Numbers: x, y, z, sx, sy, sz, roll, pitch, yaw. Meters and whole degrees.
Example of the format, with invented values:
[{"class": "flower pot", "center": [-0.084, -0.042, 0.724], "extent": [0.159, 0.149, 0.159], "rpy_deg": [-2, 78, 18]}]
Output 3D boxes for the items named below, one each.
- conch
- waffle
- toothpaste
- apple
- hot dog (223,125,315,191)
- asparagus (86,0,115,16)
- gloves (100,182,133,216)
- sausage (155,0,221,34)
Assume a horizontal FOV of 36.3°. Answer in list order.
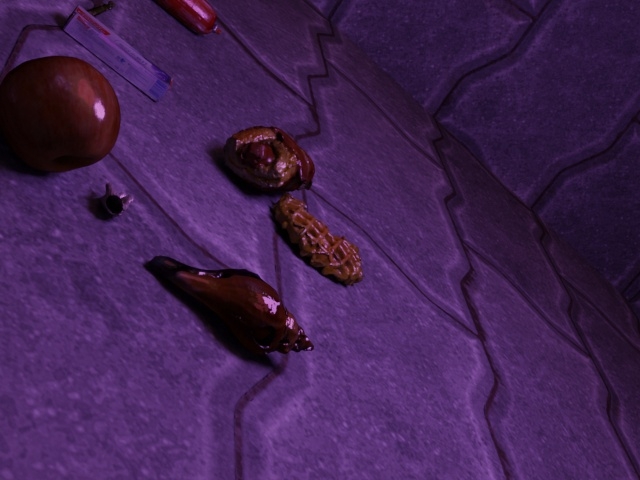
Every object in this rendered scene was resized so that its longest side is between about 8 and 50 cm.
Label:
[{"class": "conch", "center": [-0.104, 0.077, 1.259], "extent": [0.233, 0.080, 0.086], "rpy_deg": [44, 12, -3]}, {"class": "waffle", "center": [0.002, -0.003, 1.677], "extent": [0.194, 0.051, 0.149], "rpy_deg": [33, 25, -32]}, {"class": "toothpaste", "center": [-0.334, -0.307, 1.613], "extent": [0.196, 0.040, 0.047], "rpy_deg": [37, 19, -21]}, {"class": "apple", "center": [-0.315, -0.150, 1.188], "extent": [0.146, 0.146, 0.131], "rpy_deg": [18, 54, -53]}, {"class": "hot dog", "center": [-0.077, -0.143, 1.690], "extent": [0.146, 0.103, 0.213], "rpy_deg": [27, 13, 14]}, {"class": "asparagus", "center": [-0.391, -0.410, 1.734], "extent": [0.127, 0.018, 0.015], "rpy_deg": [-73, 152, -68]}, {"class": "gloves", "center": [-0.264, -0.052, 1.248], "extent": [0.081, 0.037, 0.044], "rpy_deg": [-75, 145, -79]}, {"class": "sausage", "center": [-0.314, -0.517, 2.022], "extent": [0.274, 0.074, 0.074], "rpy_deg": [38, 21, -24]}]
